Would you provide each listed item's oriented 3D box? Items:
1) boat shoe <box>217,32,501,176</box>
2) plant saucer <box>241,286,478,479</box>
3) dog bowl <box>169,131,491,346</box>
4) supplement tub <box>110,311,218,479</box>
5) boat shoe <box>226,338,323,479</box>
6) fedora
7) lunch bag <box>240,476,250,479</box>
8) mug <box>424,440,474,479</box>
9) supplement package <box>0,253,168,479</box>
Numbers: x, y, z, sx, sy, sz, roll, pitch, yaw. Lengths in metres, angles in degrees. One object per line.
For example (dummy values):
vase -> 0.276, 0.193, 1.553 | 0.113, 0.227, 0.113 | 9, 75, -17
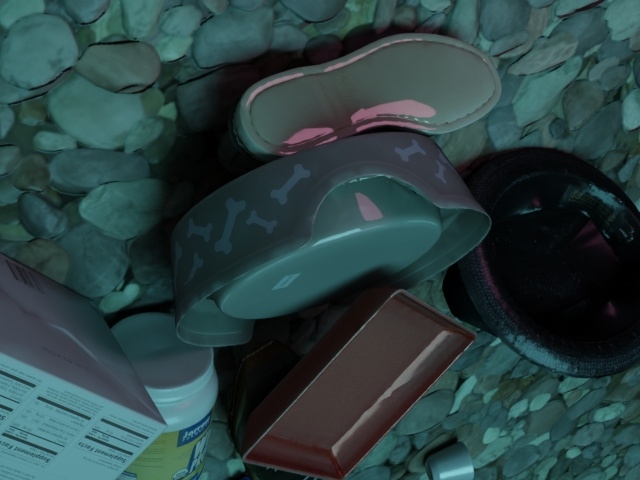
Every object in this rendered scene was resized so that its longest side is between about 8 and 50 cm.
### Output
boat shoe -> 0.043, -0.135, 1.298 | 0.324, 0.117, 0.096 | -18, 168, -30
plant saucer -> 0.042, 0.164, 1.438 | 0.258, 0.048, 0.259 | -48, 149, 7
dog bowl -> 0.000, 0.000, 1.303 | 0.348, 0.102, 0.349 | -19, 163, -6
supplement tub -> -0.194, 0.195, 1.413 | 0.144, 0.144, 0.200 | -12, 135, -28
boat shoe -> -0.072, 0.222, 1.546 | 0.122, 0.120, 0.324 | -28, 146, -19
fedora -> 0.274, 0.045, 1.567 | 0.334, 0.334, 0.152 | -4, 161, -33
lunch bag -> -0.103, 0.414, 1.742 | 0.129, 0.096, 0.151 | -41, 155, 1
mug -> 0.198, 0.358, 1.931 | 0.064, 0.062, 0.078 | -14, 130, -14
supplement package -> -0.317, 0.127, 1.209 | 0.145, 0.204, 0.262 | -45, 140, 7
